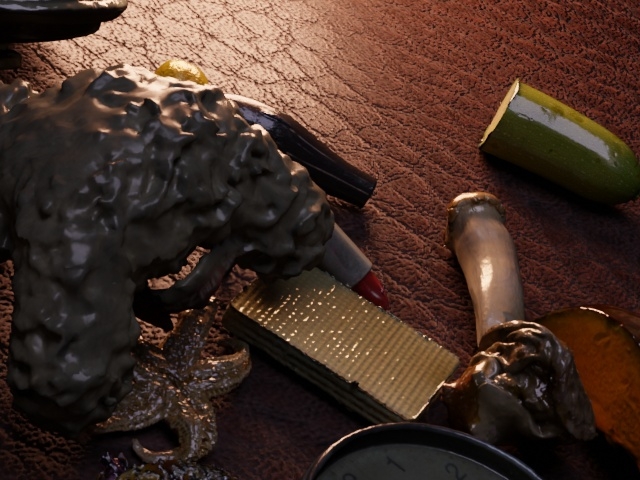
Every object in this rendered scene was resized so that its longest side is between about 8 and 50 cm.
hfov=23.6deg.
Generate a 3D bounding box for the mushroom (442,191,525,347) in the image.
[{"bbox_3d":[0.165,0.039,1.517,0.071,0.084,0.209,-4,44,-1],"label":"mushroom"}]

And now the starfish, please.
[{"bbox_3d":[-0.131,0.115,1.288,0.150,0.053,0.210,37,41,25],"label":"starfish"}]

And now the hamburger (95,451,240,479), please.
[{"bbox_3d":[-0.112,0.227,1.128,0.190,0.093,0.164,12,39,-12],"label":"hamburger"}]

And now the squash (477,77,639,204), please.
[{"bbox_3d":[0.282,-0.102,1.741,0.188,0.095,0.095,28,37,0],"label":"squash"}]

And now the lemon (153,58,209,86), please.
[{"bbox_3d":[-0.147,-0.153,1.593,0.065,0.065,0.092,9,33,-17],"label":"lemon"}]

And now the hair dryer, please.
[{"bbox_3d":[-0.053,-0.038,1.524,0.195,0.075,0.219,28,47,-9],"label":"hair dryer"}]

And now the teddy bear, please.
[{"bbox_3d":[-0.224,-0.035,1.313,0.367,0.224,0.357,15,39,37],"label":"teddy bear"}]

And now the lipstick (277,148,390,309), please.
[{"bbox_3d":[-0.001,0.001,1.469,0.186,0.057,0.063,48,12,-6],"label":"lipstick"}]

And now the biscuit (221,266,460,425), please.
[{"bbox_3d":[0.019,0.094,1.401,0.199,0.040,0.121,32,34,11],"label":"biscuit"}]

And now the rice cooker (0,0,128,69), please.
[{"bbox_3d":[-0.321,-0.318,1.527,0.316,0.316,0.264,43,30,24],"label":"rice cooker"}]

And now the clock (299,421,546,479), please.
[{"bbox_3d":[0.098,0.261,1.227,0.281,0.055,0.280,15,38,-12],"label":"clock"}]

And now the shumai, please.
[{"bbox_3d":[0.169,0.149,1.363,0.145,0.145,0.116,40,64,21],"label":"shumai"}]

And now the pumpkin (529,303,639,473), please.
[{"bbox_3d":[0.330,0.150,1.413,0.169,0.148,0.312,-3,48,-25],"label":"pumpkin"}]
